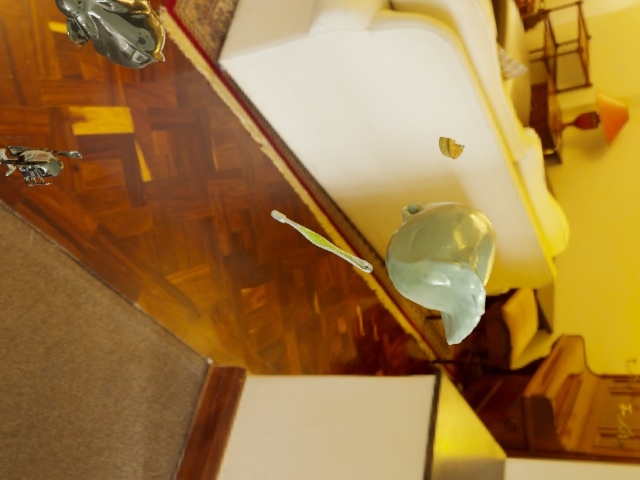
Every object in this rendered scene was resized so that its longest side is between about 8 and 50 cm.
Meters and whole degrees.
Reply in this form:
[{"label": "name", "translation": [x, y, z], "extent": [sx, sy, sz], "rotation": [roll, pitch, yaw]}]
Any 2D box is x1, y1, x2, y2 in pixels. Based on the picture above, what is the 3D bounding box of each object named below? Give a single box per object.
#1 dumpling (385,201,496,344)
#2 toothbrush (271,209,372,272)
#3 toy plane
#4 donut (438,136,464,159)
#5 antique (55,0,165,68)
[{"label": "dumpling", "translation": [0.230, 0.045, 1.289], "extent": [0.320, 0.212, 0.270], "rotation": [-57, 173, -50]}, {"label": "toothbrush", "translation": [0.000, 0.000, 1.385], "extent": [0.022, 0.263, 0.026], "rotation": [-55, 160, -16]}, {"label": "toy plane", "translation": [-0.578, -0.154, 1.267], "extent": [0.053, 0.197, 0.078], "rotation": [76, 24, -45]}, {"label": "donut", "translation": [0.323, -0.235, 1.580], "extent": [0.083, 0.038, 0.067], "rotation": [-37, 126, -42]}, {"label": "antique", "translation": [-0.494, -0.538, 1.505], "extent": [0.322, 0.185, 0.255], "rotation": [38, 16, -34]}]
